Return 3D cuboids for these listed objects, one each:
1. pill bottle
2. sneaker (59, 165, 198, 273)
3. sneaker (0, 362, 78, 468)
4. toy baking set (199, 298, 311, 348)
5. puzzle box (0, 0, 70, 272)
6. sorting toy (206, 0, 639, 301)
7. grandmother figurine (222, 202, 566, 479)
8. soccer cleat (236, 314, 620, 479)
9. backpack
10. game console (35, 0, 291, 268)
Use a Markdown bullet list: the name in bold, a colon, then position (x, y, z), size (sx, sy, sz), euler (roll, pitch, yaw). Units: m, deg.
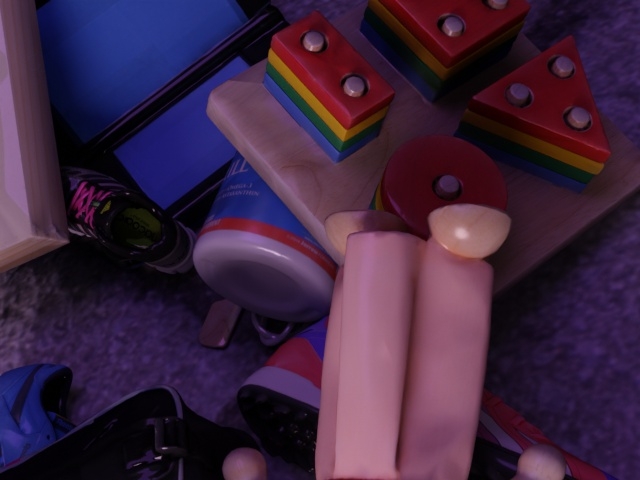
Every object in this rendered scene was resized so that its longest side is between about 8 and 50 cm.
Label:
- **pill bottle**: position (-0.011, -0.055, 0.966), size (0.124, 0.124, 0.221), euler (3, 57, 30)
- **sneaker**: position (-0.191, -0.026, 1.056), size (0.170, 0.075, 0.063), euler (28, 82, 11)
- **sneaker**: position (-0.242, 0.189, 0.964), size (0.082, 0.069, 0.209), euler (-16, 48, 11)
- **toy baking set**: position (0.000, -0.005, 1.022), size (0.256, 0.030, 0.196), euler (-21, 47, 12)
- **puzzle box**: position (-0.425, -0.064, 1.146), size (0.409, 0.052, 0.272), euler (-20, 73, 29)
- **sorting toy**: position (0.094, -0.094, 0.882), size (0.257, 0.089, 0.255), euler (-34, 73, -25)
- **grandmother figurine**: position (0.035, 0.150, 0.690), size (0.208, 0.104, 0.342), euler (-7, 64, 28)
- **soccer cleat**: position (0.090, 0.130, 0.817), size (0.318, 0.108, 0.116), euler (15, 48, 35)
- **backpack**: position (-0.148, 0.242, 0.780), size (0.254, 0.191, 0.225), euler (-24, 47, 18)
- **game console**: position (-0.160, -0.163, 1.140), size (0.293, 0.173, 0.250), euler (-38, 45, -5)
